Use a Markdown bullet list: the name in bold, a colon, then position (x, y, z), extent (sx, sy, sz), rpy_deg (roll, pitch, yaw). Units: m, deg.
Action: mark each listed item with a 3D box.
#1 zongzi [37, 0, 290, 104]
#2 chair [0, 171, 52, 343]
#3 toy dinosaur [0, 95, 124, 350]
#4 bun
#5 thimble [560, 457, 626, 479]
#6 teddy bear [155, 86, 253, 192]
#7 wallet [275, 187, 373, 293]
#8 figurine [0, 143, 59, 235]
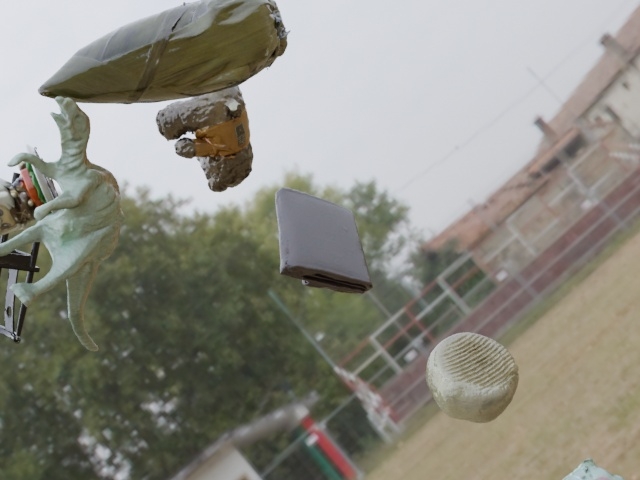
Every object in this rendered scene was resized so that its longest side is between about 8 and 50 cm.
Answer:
- **zongzi**: position (-0.194, -0.242, 1.316), extent (0.251, 0.125, 0.274), rpy_deg (-12, 9, 30)
- **chair**: position (-0.520, 0.018, 1.568), extent (0.141, 0.155, 0.260), rpy_deg (10, -89, -39)
- **toy dinosaur**: position (-0.336, 0.016, 1.329), extent (0.206, 0.092, 0.392), rpy_deg (-34, -51, -25)
- **bun**: position (0.271, 0.256, 1.830), extent (0.173, 0.166, 0.113), rpy_deg (3, -45, -18)
- **thimble**: position (0.446, 0.479, 1.668), extent (0.149, 0.210, 0.185), rpy_deg (-29, 1, -27)
- **teddy bear**: position (-0.176, -0.183, 1.760), extent (0.177, 0.140, 0.190), rpy_deg (-51, -44, -42)
- **wallet**: position (0.000, 0.000, 1.914), extent (0.229, 0.182, 0.049), rpy_deg (-99, 31, -46)
- **figurine**: position (-0.446, -0.052, 1.410), extent (0.154, 0.132, 0.132), rpy_deg (-22, -12, -10)
